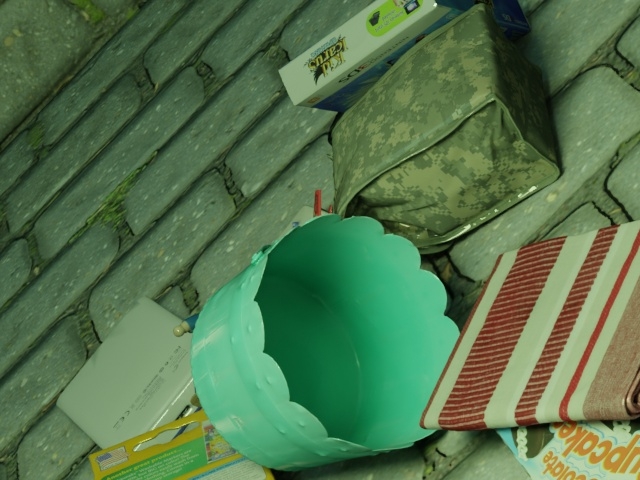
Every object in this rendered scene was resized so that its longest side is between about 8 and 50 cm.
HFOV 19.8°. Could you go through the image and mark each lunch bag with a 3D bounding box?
[{"bbox_3d":[0.136,-0.117,2.293,0.287,0.169,0.235,-32,31,21],"label":"lunch bag"}]

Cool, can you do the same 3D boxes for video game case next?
[{"bbox_3d":[0.116,-0.251,2.437,0.244,0.269,0.061,-32,72,28],"label":"video game case"}]

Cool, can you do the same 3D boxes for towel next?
[{"bbox_3d":[0.248,0.089,1.853,0.329,0.037,0.237,-14,42,56],"label":"towel"}]

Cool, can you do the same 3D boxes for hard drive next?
[{"bbox_3d":[-0.252,0.202,2.598,0.210,0.040,0.319,-51,26,-7],"label":"hard drive"}]

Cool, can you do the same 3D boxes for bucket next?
[{"bbox_3d":[0.001,0.122,2.062,0.183,0.281,0.281,-28,31,51],"label":"bucket"}]

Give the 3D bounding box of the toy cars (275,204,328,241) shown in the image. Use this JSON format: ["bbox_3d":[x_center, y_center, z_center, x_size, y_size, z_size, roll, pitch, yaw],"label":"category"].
[{"bbox_3d":[-0.022,0.061,2.384,0.176,0.087,0.393,-33,29,28],"label":"toy cars"}]

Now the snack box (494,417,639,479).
[{"bbox_3d":[0.293,0.193,1.741,0.187,0.060,0.322,-46,26,5],"label":"snack box"}]

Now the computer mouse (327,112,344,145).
[{"bbox_3d":[0.055,-0.203,2.699,0.071,0.041,0.242,-51,15,35],"label":"computer mouse"}]

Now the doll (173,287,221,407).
[{"bbox_3d":[-0.133,0.136,2.435,0.046,0.129,0.189,108,171,-49],"label":"doll"}]

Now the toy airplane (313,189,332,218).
[{"bbox_3d":[0.000,0.000,2.267,0.151,0.028,0.151,-175,90,-89],"label":"toy airplane"}]

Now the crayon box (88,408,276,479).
[{"bbox_3d":[-0.144,0.321,2.134,0.203,0.083,0.323,-22,27,-5],"label":"crayon box"}]
